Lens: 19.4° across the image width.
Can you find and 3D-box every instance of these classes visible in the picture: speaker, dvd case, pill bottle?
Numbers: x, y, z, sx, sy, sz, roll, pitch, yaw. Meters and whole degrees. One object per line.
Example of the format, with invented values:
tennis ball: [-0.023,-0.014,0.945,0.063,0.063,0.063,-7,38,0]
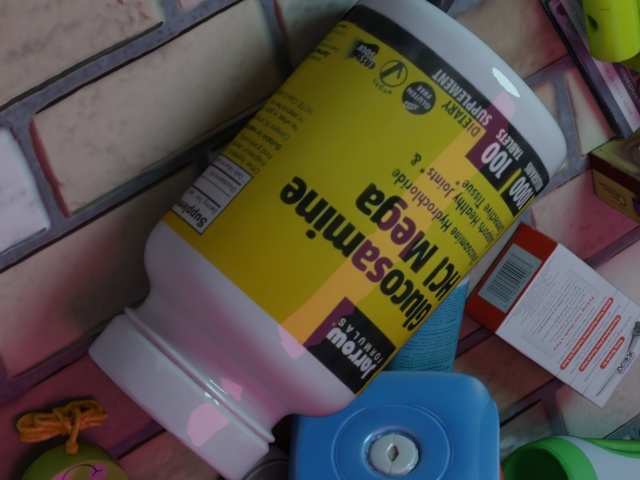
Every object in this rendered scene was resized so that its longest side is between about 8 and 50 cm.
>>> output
speaker: [0.298,0.240,1.694,0.296,0.131,0.131,6,110,-37]
dvd case: [0.290,-0.209,1.517,0.221,0.018,0.164,-43,131,-7]
pill bottle: [0.000,0.000,1.315,0.334,0.188,0.188,-49,131,-3]

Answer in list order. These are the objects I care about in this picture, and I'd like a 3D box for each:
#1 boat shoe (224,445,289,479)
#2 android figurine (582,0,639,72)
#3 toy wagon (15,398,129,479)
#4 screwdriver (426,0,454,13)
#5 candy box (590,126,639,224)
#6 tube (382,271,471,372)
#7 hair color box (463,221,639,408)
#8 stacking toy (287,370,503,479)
boat shoe: [-0.039,0.275,1.507,0.079,0.081,0.227,-11,120,-30]
android figurine: [0.301,-0.237,1.464,0.248,0.056,0.273,-26,127,-21]
toy wagon: [-0.188,0.284,1.414,0.267,0.068,0.344,-12,120,-28]
screwdriver: [0.122,-0.242,1.379,0.024,0.025,0.170,23,101,-40]
candy box: [0.331,-0.075,1.559,0.186,0.109,0.053,-27,127,-21]
tube: [0.085,0.067,1.507,0.080,0.052,0.207,-4,122,-23]
hair color box: [0.205,0.065,1.583,0.167,0.053,0.093,35,91,-40]
stacking toy: [0.067,0.252,1.535,0.166,0.175,0.302,0,142,6]
